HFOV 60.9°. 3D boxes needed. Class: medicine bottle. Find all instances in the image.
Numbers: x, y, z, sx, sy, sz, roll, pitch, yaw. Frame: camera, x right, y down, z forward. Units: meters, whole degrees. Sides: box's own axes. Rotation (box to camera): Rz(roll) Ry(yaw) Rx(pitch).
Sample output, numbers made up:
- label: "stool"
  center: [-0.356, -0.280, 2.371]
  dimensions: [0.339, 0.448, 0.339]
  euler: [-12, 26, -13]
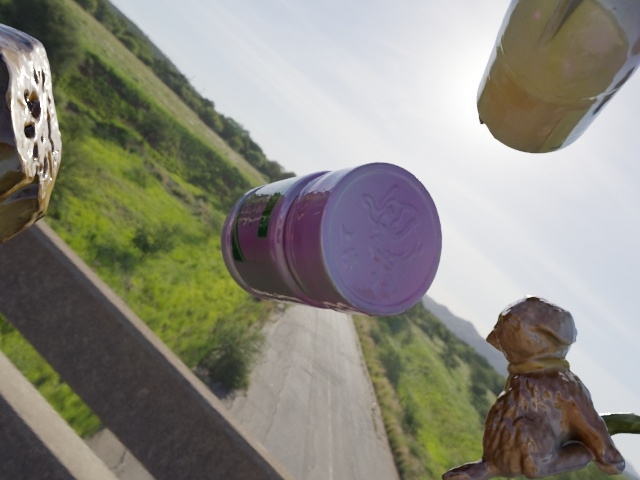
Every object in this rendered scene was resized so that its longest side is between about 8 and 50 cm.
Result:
- label: "medicine bottle"
  center: [0.000, 0.000, 0.837]
  dimensions: [0.212, 0.212, 0.325]
  euler: [40, -20, -24]
- label: "medicine bottle"
  center: [0.421, -0.340, 0.918]
  dimensions: [0.236, 0.236, 0.406]
  euler: [41, -11, 14]

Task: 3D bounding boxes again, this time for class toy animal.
- label: "toy animal"
  center: [0.205, 0.156, 0.585]
  dimensions: [0.104, 0.184, 0.185]
  euler: [101, -19, -81]

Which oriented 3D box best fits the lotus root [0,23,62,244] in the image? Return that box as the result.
- label: "lotus root"
  center: [-0.318, -0.049, 0.336]
  dimensions: [0.193, 0.291, 0.193]
  euler: [168, -90, -75]

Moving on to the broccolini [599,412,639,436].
- label: "broccolini"
  center: [0.451, 0.258, 0.704]
  dimensions: [0.392, 0.079, 0.074]
  euler: [-14, -28, 39]
